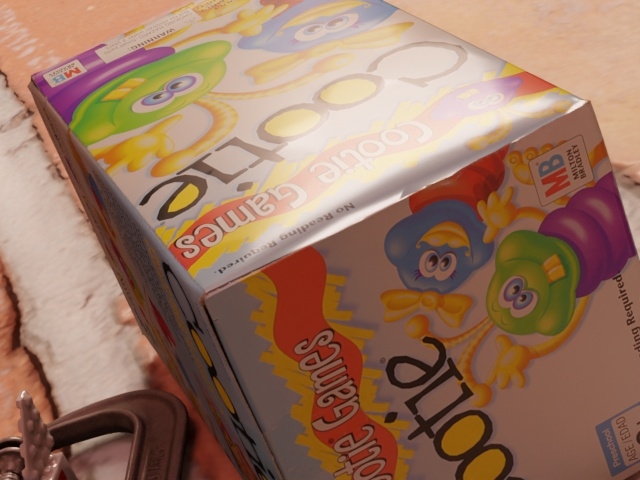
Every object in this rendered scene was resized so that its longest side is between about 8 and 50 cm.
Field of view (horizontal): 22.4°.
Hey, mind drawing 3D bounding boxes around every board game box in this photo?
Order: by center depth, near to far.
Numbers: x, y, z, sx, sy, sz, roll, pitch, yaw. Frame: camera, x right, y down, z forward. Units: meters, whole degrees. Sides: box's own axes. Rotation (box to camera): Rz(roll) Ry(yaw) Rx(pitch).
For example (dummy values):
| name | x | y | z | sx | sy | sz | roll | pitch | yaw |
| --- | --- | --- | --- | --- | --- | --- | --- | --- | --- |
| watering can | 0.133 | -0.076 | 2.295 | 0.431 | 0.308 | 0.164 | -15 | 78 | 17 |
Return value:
| name | x | y | z | sx | sy | sz | roll | pitch | yaw |
| --- | --- | --- | --- | --- | --- | --- | --- | --- | --- |
| board game box | 0.000 | 0.000 | 0.641 | 0.142 | 0.144 | 0.275 | -27 | 27 | -11 |

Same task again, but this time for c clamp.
| name | x | y | z | sx | sy | sz | roll | pitch | yaw |
| --- | --- | --- | --- | --- | --- | --- | --- | --- | --- |
| c clamp | -0.120 | 0.118 | 0.671 | 0.137 | 0.022 | 0.160 | -17 | 28 | 18 |

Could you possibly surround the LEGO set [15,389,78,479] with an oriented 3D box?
| name | x | y | z | sx | sy | sz | roll | pitch | yaw |
| --- | --- | --- | --- | --- | --- | --- | --- | --- | --- |
| LEGO set | -0.121 | 0.154 | 0.552 | 0.182 | 0.060 | 0.244 | -38 | 35 | -24 |
